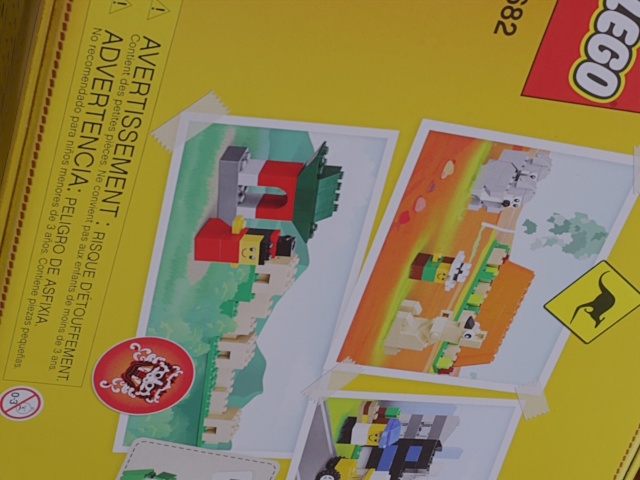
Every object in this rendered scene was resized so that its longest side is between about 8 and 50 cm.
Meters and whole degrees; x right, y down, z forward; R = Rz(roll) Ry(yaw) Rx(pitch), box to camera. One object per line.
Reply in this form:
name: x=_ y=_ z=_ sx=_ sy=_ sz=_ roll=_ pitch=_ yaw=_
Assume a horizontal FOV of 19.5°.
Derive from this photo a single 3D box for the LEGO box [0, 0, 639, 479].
LEGO box: x=0.000 y=0.000 z=0.985 sx=0.372 sy=0.193 sz=0.500 roll=7 pitch=124 yaw=-18
